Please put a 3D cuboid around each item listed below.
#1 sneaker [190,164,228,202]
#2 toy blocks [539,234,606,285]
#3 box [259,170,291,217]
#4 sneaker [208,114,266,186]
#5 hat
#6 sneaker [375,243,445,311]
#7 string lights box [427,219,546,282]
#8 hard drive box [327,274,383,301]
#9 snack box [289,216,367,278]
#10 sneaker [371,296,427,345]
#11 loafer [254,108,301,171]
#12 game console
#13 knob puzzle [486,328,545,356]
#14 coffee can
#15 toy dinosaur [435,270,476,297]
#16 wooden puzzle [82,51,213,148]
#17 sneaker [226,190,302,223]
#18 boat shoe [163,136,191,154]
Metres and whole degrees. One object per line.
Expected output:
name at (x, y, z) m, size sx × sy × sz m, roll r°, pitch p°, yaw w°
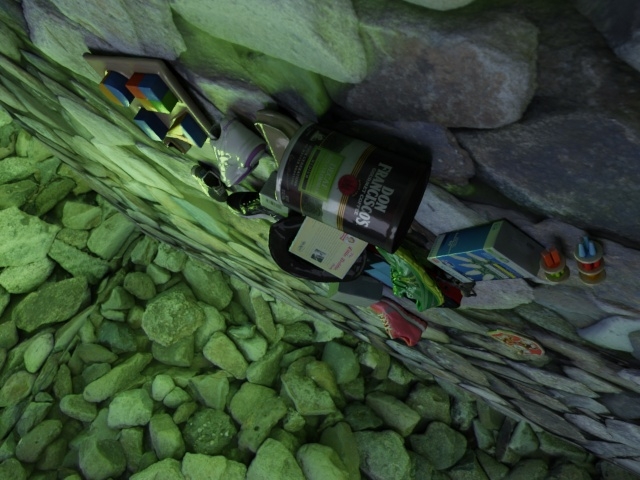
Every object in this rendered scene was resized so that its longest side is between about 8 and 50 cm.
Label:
sneaker at (-0.389, -0.198, 1.750) m, size 0.086 × 0.064 × 0.192 m, roll 20°, pitch 159°, yaw 41°
toy blocks at (0.518, 0.037, 0.991) m, size 0.123 × 0.054 × 0.148 m, roll 1°, pitch 150°, yaw 35°
box at (-0.122, -0.139, 1.462) m, size 0.101 × 0.087 × 0.102 m, roll 27°, pitch 164°, yaw 4°
sneaker at (-0.243, -0.253, 1.339) m, size 0.152 × 0.114 × 0.305 m, roll 44°, pitch 156°, yaw -6°
hat at (0.000, 0.000, 1.542) m, size 0.330 × 0.134 × 0.332 m, roll 11°, pitch 136°, yaw 11°
sneaker at (0.255, 0.109, 1.436) m, size 0.295 × 0.123 × 0.109 m, roll 47°, pitch -167°, yaw -15°
string lights box at (0.393, 0.034, 1.163) m, size 0.133 × 0.077 × 0.259 m, roll 31°, pitch 163°, yaw -13°
hard drive box at (0.140, 0.205, 1.964) m, size 0.180 × 0.089 × 0.232 m, roll 14°, pitch 165°, yaw -7°
snack box at (0.047, -0.032, 1.339) m, size 0.187 × 0.060 × 0.322 m, roll 29°, pitch 139°, yaw -2°
sneaker at (0.323, 0.357, 2.108) m, size 0.313 × 0.136 × 0.116 m, roll 31°, pitch 162°, yaw -9°
loafer at (-0.074, -0.210, 1.172) m, size 0.101 × 0.092 × 0.268 m, roll 13°, pitch 157°, yaw 41°
game console at (0.272, 0.128, 1.664) m, size 0.386 × 0.060 × 0.342 m, roll 32°, pitch 163°, yaw -8°
knob puzzle at (0.717, 0.377, 1.724) m, size 0.213 × 0.030 × 0.213 m, roll 26°, pitch 163°, yaw 9°
coffee can at (0.070, -0.116, 1.030) m, size 0.275 × 0.202 × 0.202 m, roll 24°, pitch 163°, yaw 16°
toy dinosaur at (0.412, 0.124, 1.431) m, size 0.118 × 0.064 × 0.268 m, roll 14°, pitch 162°, yaw 21°
wooden puzzle at (-0.471, -0.375, 1.348) m, size 0.347 × 0.081 × 0.322 m, roll 19°, pitch 161°, yaw 29°
sneaker at (-0.196, -0.136, 1.600) m, size 0.282 × 0.107 × 0.124 m, roll 14°, pitch 152°, yaw 19°
boat shoe at (-0.494, -0.329, 1.575) m, size 0.135 × 0.045 × 0.050 m, roll 27°, pitch 163°, yaw 6°
